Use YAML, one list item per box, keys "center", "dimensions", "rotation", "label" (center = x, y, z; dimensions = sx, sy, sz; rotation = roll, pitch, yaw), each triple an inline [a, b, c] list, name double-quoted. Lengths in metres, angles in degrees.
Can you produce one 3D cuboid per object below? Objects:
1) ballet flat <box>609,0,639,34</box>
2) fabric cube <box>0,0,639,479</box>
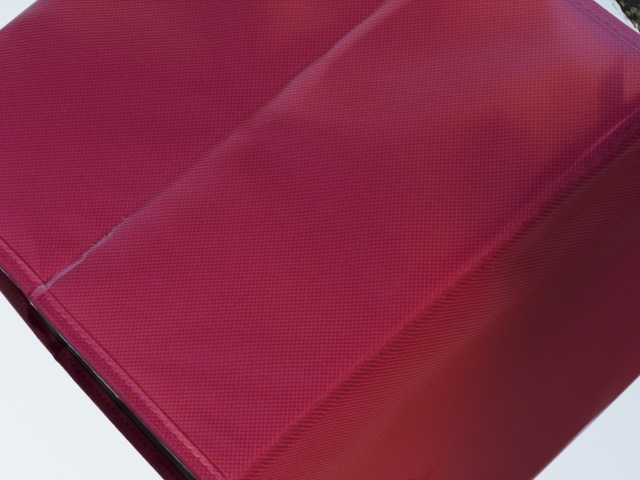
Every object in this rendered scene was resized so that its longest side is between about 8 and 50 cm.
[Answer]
- center: [0.386, -0.115, 1.212]
  dimensions: [0.483, 0.182, 0.164]
  rotation: [26, -39, -11]
  label: "ballet flat"
- center: [0.000, 0.000, 0.799]
  dimensions: [0.259, 0.258, 0.254]
  rotation: [43, -13, 28]
  label: "fabric cube"
